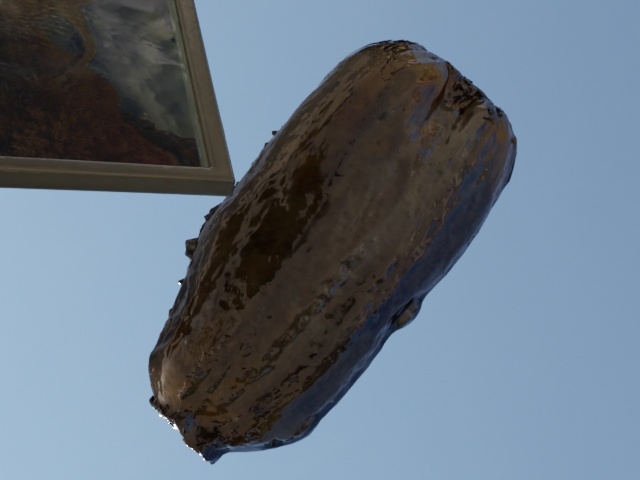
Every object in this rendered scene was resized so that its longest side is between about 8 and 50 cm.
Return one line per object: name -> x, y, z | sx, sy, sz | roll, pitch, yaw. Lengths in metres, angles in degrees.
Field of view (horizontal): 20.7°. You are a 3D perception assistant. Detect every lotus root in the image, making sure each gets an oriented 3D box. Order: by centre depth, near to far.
lotus root -> -0.001, 0.001, 1.189 | 0.167, 0.078, 0.329 | 33, -101, 9

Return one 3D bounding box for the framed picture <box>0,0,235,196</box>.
framed picture -> -0.154, -0.105, 1.017 | 0.250, 0.184, 0.016 | -104, -159, -51
